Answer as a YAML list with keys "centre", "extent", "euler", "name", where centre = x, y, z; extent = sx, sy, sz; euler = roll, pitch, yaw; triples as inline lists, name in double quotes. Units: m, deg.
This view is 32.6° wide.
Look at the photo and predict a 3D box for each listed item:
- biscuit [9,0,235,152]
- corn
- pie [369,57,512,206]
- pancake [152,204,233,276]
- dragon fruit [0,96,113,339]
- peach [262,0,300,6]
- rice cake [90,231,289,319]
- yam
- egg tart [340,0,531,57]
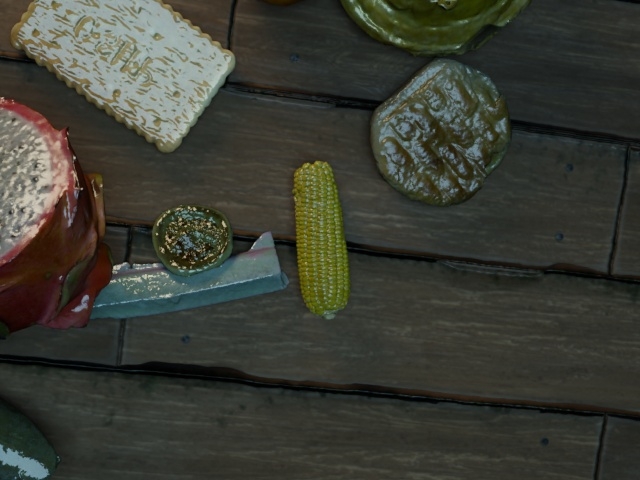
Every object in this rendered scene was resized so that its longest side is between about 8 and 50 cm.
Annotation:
- centre: [-0.245, -0.238, 1.368]
  extent: [0.250, 0.030, 0.160]
  euler: [35, 90, -10]
  name: "biscuit"
- centre: [0.000, 0.000, 1.410]
  extent: [0.067, 0.067, 0.206]
  euler: [-8, 95, -8]
  name: "corn"
- centre: [0.161, -0.136, 1.432]
  extent: [0.195, 0.046, 0.195]
  euler: [-1, 97, -10]
  name: "pie"
- centre: [-0.162, -0.003, 1.390]
  extent: [0.108, 0.017, 0.108]
  euler: [1, 66, -3]
  name: "pancake"
- centre: [-0.382, 0.003, 1.265]
  extent: [0.306, 0.225, 0.305]
  euler: [-4, 57, 6]
  name: "dragon fruit"
- centre: [-0.050, -0.358, 1.341]
  extent: [0.138, 0.138, 0.138]
  euler: [-1, 95, -9]
  name: "peach"
- centre: [-0.186, 0.050, 1.399]
  extent: [0.290, 0.051, 0.081]
  euler: [-10, 63, -9]
  name: "rice cake"
- centre: [-0.446, 0.227, 1.343]
  extent: [0.259, 0.106, 0.106]
  euler: [31, 90, -11]
  name: "yam"
- centre: [0.154, -0.372, 1.379]
  extent: [0.290, 0.115, 0.290]
  euler: [-1, 97, -9]
  name: "egg tart"
